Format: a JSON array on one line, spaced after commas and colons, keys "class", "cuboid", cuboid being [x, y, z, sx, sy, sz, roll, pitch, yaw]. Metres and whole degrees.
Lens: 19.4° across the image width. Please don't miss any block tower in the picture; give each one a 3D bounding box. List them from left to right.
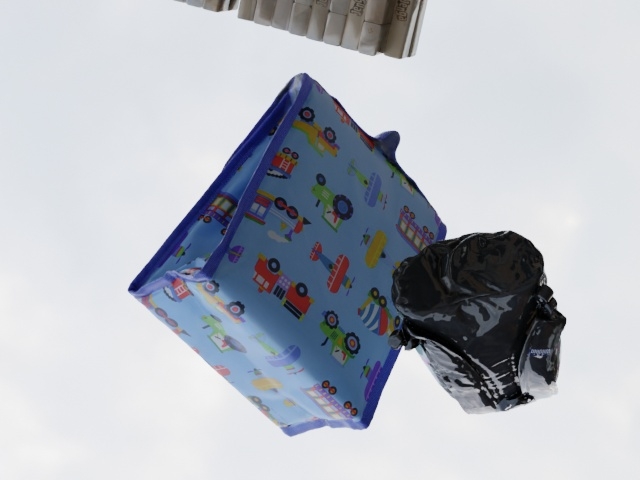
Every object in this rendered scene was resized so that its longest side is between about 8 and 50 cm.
[{"class": "block tower", "cuboid": [-0.071, -0.253, 1.718, 0.335, 0.097, 0.091, 15, -167, 14]}]

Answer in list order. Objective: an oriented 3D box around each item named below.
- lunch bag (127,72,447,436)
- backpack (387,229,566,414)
[{"class": "lunch bag", "cuboid": [0.000, 0.000, 1.753, 0.221, 0.138, 0.293, 45, -120, -22]}, {"class": "backpack", "cuboid": [0.150, 0.073, 1.642, 0.182, 0.152, 0.115, 62, -156, -50]}]
